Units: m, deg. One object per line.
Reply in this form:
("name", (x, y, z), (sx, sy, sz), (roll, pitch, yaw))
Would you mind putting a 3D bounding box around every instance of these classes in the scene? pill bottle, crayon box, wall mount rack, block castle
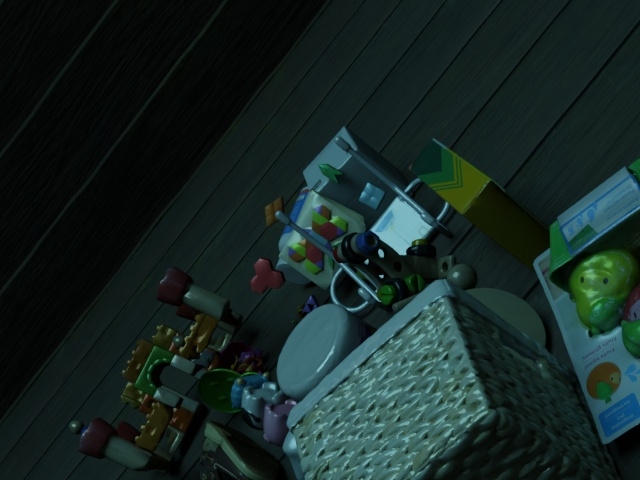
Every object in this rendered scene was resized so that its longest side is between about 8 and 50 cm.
("pill bottle", (0.090, 0.244, 1.607), (0.169, 0.301, 0.169), (-41, 28, 27))
("crayon box", (0.299, -0.058, 1.752), (0.081, 0.202, 0.318), (-51, 24, 7))
("wall mount rack", (0.091, -0.033, 2.050), (0.304, 0.130, 0.350), (43, 98, 30))
("block castle", (-0.377, 0.302, 2.292), (0.303, 0.212, 0.453), (72, -137, -77))
("pill bottle", (-0.028, -0.011, 2.365), (0.124, 0.124, 0.222), (-19, 41, 51))

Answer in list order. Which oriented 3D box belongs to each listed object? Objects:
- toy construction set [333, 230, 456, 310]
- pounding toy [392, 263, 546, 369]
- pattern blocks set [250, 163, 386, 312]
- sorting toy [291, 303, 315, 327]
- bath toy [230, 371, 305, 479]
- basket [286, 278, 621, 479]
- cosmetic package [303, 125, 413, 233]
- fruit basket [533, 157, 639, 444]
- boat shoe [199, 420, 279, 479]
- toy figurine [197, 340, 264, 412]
("toy construction set", (0.140, 0.130, 1.866), (0.309, 0.237, 0.257), (-55, 49, 42))
("pounding toy", (0.254, 0.166, 1.637), (0.183, 0.110, 0.237), (-32, 56, -23))
("pattern blocks set", (0.000, 0.000, 2.154), (0.026, 0.285, 0.325), (-13, -58, -72))
("sorting toy", (-0.033, 0.177, 2.227), (0.061, 0.042, 0.102), (-49, 25, 9))
("bath toy", (-0.058, 0.371, 1.924), (0.348, 0.151, 0.129), (-150, 58, -63))
("basket", (0.188, 0.294, 1.355), (0.331, 0.328, 0.266), (-45, 30, 18))
("cosmetic package", (0.083, -0.131, 2.250), (0.151, 0.183, 0.151), (-47, 25, 14))
("fruit basket", (0.459, 0.057, 1.371), (0.327, 0.165, 0.353), (-40, 31, 27))
("boat shoe", (-0.184, 0.470, 2.038), (0.123, 0.123, 0.342), (-65, 22, -6))
("toy figurine", (-0.183, 0.293, 2.286), (0.173, 0.130, 0.159), (-16, 29, 21))
